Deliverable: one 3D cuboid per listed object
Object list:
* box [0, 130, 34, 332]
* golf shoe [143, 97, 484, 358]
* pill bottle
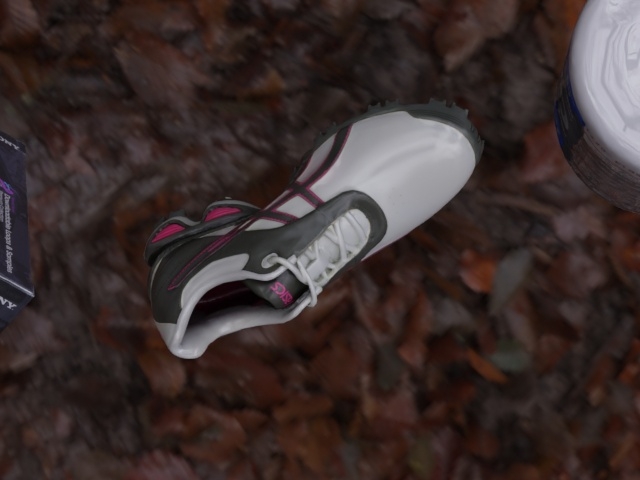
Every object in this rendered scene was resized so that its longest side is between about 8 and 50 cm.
[{"bbox_3d":[-0.188,0.036,0.750,0.029,0.116,0.162,34,112,-31],"label":"box"},{"bbox_3d":[0.000,0.000,1.200,0.273,0.120,0.105,-29,123,15],"label":"golf shoe"},{"bbox_3d":[0.120,-0.049,0.574,0.078,0.137,0.078,0,84,5],"label":"pill bottle"}]
